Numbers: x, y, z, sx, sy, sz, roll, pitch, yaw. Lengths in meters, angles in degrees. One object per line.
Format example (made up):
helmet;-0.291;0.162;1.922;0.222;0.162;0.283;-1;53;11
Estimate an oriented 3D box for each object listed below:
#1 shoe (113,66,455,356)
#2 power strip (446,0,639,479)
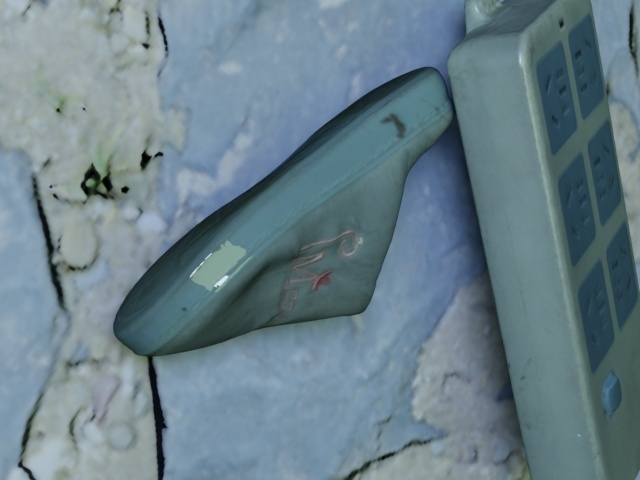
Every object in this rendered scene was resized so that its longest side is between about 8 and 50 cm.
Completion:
shoe;0.000;0.000;0.808;0.195;0.079;0.078;-44;101;-29
power strip;0.117;0.008;0.887;0.118;0.046;0.270;-47;128;-61
